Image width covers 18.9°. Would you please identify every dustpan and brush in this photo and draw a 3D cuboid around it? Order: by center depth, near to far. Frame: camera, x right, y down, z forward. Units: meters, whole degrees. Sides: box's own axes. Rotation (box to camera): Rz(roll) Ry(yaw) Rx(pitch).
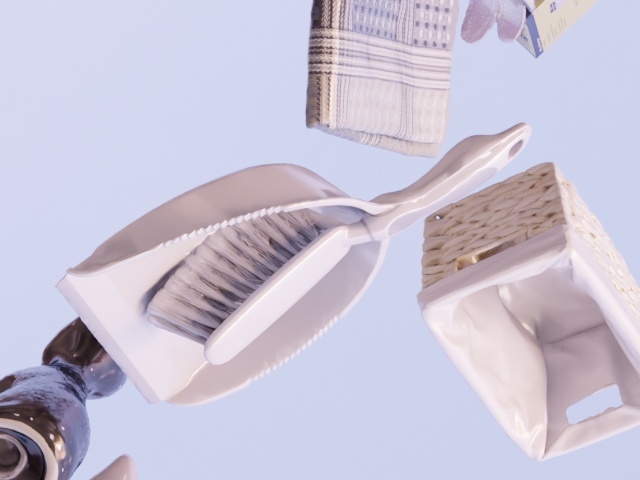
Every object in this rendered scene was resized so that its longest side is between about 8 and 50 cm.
[{"bbox_3d":[0.000,0.000,0.867,0.211,0.147,0.060,-40,-120,-8],"label":"dustpan and brush"}]

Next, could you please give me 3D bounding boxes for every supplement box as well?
[{"bbox_3d":[0.187,-0.212,1.604,0.083,0.083,0.056,-43,-112,-3],"label":"supplement box"}]

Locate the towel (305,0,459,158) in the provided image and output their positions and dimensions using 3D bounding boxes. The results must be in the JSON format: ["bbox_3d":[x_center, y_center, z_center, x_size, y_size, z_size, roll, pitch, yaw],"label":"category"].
[{"bbox_3d":[0.072,-0.238,1.740,0.056,0.324,0.312,3,-90,22],"label":"towel"}]

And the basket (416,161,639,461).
[{"bbox_3d":[0.147,0.044,1.254,0.113,0.167,0.103,-24,-143,20],"label":"basket"}]

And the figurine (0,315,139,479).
[{"bbox_3d":[-0.182,0.175,1.404,0.092,0.215,0.209,1,-158,15],"label":"figurine"}]

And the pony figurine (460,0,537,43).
[{"bbox_3d":[0.014,-0.324,1.365,0.302,0.351,0.363,13,-105,21],"label":"pony figurine"}]
